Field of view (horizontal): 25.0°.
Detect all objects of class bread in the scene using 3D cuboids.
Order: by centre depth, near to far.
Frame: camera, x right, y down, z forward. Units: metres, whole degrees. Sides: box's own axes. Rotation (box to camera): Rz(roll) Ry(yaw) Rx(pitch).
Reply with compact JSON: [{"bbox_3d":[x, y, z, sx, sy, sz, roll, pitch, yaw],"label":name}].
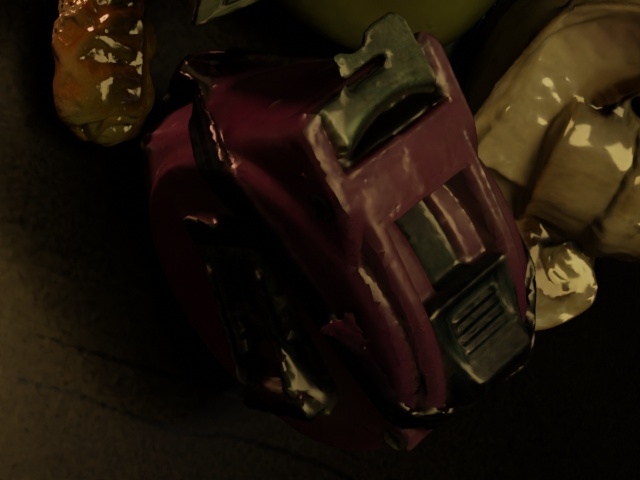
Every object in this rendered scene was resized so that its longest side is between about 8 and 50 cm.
[{"bbox_3d":[-0.127,-0.110,0.845,0.066,0.060,0.110,9,83,-67],"label":"bread"}]

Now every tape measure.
[{"bbox_3d":[0.000,0.000,0.828,0.149,0.231,0.245,-39,110,-31],"label":"tape measure"}]

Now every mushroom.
[{"bbox_3d":[0.185,-0.071,0.986,0.195,0.254,0.189,23,31,-7],"label":"mushroom"}]

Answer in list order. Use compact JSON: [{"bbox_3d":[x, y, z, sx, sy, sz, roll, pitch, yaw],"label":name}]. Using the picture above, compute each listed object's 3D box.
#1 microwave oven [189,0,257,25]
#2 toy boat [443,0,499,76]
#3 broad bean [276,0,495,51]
[{"bbox_3d":[0.053,-0.353,0.752,0.394,0.247,0.333,-26,81,-14],"label":"microwave oven"},{"bbox_3d":[0.120,-0.187,1.040,0.045,0.080,0.229,27,70,3],"label":"toy boat"},{"bbox_3d":[0.034,-0.264,0.936,0.238,0.119,0.291,-6,91,-35],"label":"broad bean"}]
